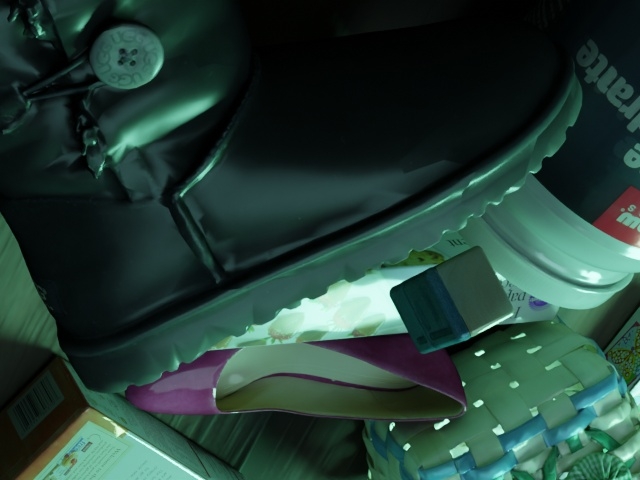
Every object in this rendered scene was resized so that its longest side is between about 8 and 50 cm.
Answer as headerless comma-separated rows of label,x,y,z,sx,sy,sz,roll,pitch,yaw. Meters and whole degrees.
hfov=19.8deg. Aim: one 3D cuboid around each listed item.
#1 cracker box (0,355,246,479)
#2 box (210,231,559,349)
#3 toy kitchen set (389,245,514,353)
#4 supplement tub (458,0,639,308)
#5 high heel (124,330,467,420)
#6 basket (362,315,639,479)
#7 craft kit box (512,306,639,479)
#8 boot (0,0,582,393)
cracker box,-0.163,0.202,1.354,0.156,0.067,0.232,-44,134,5
box,0.039,0.029,1.353,0.324,0.067,0.063,-3,124,-30
toy kitchen set,0.000,0.000,1.242,0.166,0.207,0.122,-27,177,-12
supplement tub,0.219,-0.100,1.236,0.191,0.191,0.272,11,134,-38
high heel,-0.015,0.109,1.341,0.244,0.117,0.082,-5,126,-30
basket,0.160,0.225,1.466,0.255,0.201,0.289,-27,123,-10
craft kit box,0.300,0.194,1.658,0.250,0.061,0.246,25,105,-42
boot,-0.074,-0.178,1.017,0.367,0.146,0.445,-32,117,-12
